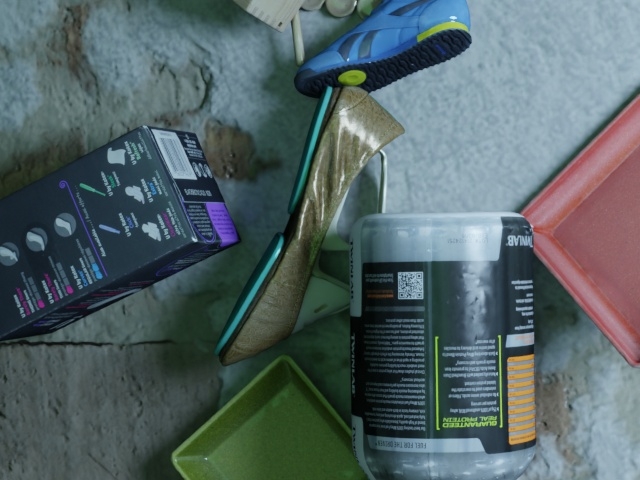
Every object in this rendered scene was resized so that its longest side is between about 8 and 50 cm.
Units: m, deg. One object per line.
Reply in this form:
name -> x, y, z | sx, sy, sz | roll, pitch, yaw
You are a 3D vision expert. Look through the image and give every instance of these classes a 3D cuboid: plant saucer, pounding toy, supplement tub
plant saucer -> -0.041, 0.253, 1.643 | 0.188, 0.045, 0.188 | -43, 80, 11
plant saucer -> 0.354, -0.027, 1.478 | 0.259, 0.048, 0.258 | -45, 42, 10
pounding toy -> -0.052, -0.292, 1.626 | 0.141, 0.100, 0.130 | 41, 101, 35
supplement tub -> 0.127, 0.129, 1.521 | 0.193, 0.193, 0.316 | -1, 89, 15

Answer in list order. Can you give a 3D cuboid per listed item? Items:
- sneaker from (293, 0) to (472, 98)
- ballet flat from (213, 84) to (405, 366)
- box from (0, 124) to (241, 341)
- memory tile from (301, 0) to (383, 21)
sneaker -> 0.066, -0.221, 1.613 | 0.209, 0.069, 0.082 | -20, 63, 18
ballet flat -> 0.000, 0.000, 1.614 | 0.124, 0.116, 0.342 | 23, 92, -5
box -> -0.253, -0.006, 1.641 | 0.270, 0.165, 0.143 | -26, 83, 13
memory tile -> 0.035, -0.323, 1.643 | 0.113, 0.012, 0.148 | 13, 94, 15
